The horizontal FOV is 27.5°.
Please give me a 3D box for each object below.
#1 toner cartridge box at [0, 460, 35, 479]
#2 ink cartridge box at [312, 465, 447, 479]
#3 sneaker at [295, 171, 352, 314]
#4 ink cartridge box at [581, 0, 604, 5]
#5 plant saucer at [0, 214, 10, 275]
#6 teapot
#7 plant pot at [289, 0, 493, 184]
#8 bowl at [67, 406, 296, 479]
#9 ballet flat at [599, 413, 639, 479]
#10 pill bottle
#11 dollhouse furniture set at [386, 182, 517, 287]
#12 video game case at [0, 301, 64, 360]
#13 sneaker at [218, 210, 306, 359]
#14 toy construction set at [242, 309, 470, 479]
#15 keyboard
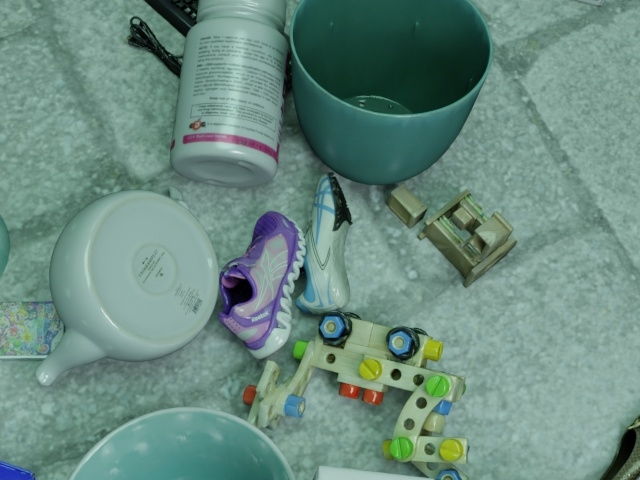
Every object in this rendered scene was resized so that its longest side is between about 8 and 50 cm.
[{"bbox_3d":[-0.504,0.437,1.660,0.165,0.075,0.347,19,63,3],"label":"toner cartridge box"},{"bbox_3d":[0.161,0.417,1.643,0.395,0.285,0.166,8,63,-5],"label":"ink cartridge box"},{"bbox_3d":[0.000,0.000,1.937,0.086,0.085,0.237,-9,56,17],"label":"sneaker"},{"bbox_3d":[0.369,-0.558,2.257,0.296,0.066,0.261,14,65,-1],"label":"ink cartridge box"},{"bbox_3d":[-0.547,0.003,1.881,0.195,0.037,0.195,3,64,-7],"label":"plant saucer"},{"bbox_3d":[-0.277,0.053,1.822,0.256,0.187,0.252,-8,84,-40],"label":"teapot"},{"bbox_3d":[0.092,-0.223,1.953,0.293,0.235,0.293,3,55,-4],"label":"plant pot"},{"bbox_3d":[-0.167,0.384,1.662,0.312,0.163,0.311,-3,58,5],"label":"bowl"},{"bbox_3d":[0.413,0.329,1.839,0.058,0.084,0.250,33,71,7],"label":"ballet flat"},{"bbox_3d":[-0.130,-0.235,1.959,0.160,0.160,0.283,7,75,-5],"label":"pill bottle"},{"bbox_3d":[0.208,-0.053,1.941,0.101,0.161,0.182,-37,76,-22],"label":"dollhouse furniture set"},{"bbox_3d":[-0.425,0.128,1.853,0.122,0.011,0.087,0,65,-8],"label":"video game case"},{"bbox_3d":[-0.091,0.047,1.862,0.104,0.095,0.236,31,47,-29],"label":"sneaker"},{"bbox_3d":[0.062,0.216,1.815,0.328,0.151,0.215,12,89,6],"label":"toy construction set"},{"bbox_3d":[-0.180,-0.328,2.092,0.317,0.033,0.201,41,67,13],"label":"keyboard"}]
